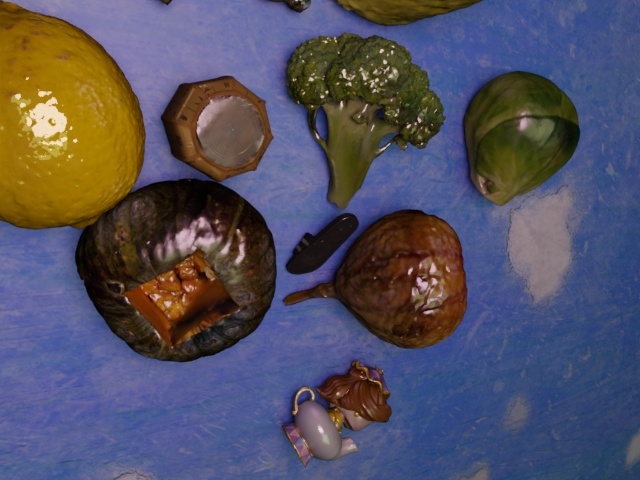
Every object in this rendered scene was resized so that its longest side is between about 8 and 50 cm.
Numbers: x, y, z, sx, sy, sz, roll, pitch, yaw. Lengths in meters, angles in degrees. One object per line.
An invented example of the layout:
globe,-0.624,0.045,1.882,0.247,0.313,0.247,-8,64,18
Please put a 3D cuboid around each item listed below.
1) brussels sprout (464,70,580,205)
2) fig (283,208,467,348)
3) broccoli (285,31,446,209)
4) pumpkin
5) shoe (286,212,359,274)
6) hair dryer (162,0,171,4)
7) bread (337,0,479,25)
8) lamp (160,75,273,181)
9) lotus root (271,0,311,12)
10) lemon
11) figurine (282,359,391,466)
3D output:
brussels sprout,0.423,-0.215,1.055,0.220,0.210,0.271,6,120,-23
fig,0.104,0.097,0.986,0.369,0.286,0.286,-14,115,3
broccoli,0.091,-0.241,0.899,0.254,0.186,0.302,-12,140,14
pumpkin,-0.219,0.051,0.805,0.321,0.192,0.320,-6,118,-12
shoe,0.000,0.000,0.996,0.179,0.049,0.071,-43,136,17
hair dryer,-0.206,-0.503,0.710,0.135,0.090,0.278,33,84,-29
bread,0.177,-0.524,0.756,0.348,0.308,0.347,-11,112,-27
lamp,-0.165,-0.178,0.773,0.161,0.185,0.161,-9,111,-24
lotus root,-0.081,-0.450,0.779,0.113,0.088,0.192,-50,126,-6
lemon,-0.366,-0.158,0.641,0.254,0.253,0.310,-20,110,-20
figurine,0.048,0.386,1.104,0.264,0.142,0.189,-31,95,-15
